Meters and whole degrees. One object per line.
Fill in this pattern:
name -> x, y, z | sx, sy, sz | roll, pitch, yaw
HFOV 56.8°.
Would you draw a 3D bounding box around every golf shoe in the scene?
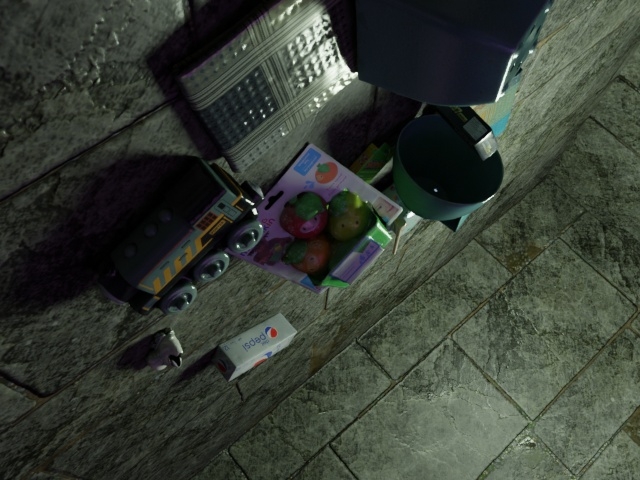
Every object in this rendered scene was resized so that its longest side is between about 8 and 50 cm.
golf shoe -> -0.392, 0.300, 1.506 | 0.069, 0.086, 0.176 | -32, 160, -36

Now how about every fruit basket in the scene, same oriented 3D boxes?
fruit basket -> -0.005, -0.024, 1.422 | 0.327, 0.165, 0.353 | -47, 138, 14

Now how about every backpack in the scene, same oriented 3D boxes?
backpack -> 0.255, -0.116, 1.854 | 0.188, 0.144, 0.166 | -48, 159, -13

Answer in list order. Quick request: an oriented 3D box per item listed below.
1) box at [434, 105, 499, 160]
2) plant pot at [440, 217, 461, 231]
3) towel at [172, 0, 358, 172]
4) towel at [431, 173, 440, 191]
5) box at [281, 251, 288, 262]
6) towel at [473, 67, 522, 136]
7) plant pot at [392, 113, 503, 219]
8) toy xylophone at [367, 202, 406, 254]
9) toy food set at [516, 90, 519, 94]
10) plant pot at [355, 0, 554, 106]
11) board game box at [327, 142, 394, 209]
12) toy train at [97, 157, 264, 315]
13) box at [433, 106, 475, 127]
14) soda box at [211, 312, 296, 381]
box -> 0.329, -0.308, 1.434 | 0.059, 0.232, 0.183 | -41, 162, 13
plant pot -> 0.522, -0.191, 2.223 | 0.234, 0.165, 0.165 | -47, 163, -14
towel -> -0.067, -0.285, 0.975 | 0.324, 0.056, 0.312 | -39, 158, -6
towel -> 0.414, -0.218, 1.897 | 0.243, 0.040, 0.336 | -57, 164, -14
box -> 0.000, 0.000, 1.629 | 0.164, 0.021, 0.201 | 2, 145, -30
towel -> 0.517, -0.387, 1.928 | 0.271, 0.040, 0.370 | -36, 160, -4
plant pot -> 0.315, -0.166, 1.603 | 0.290, 0.290, 0.195 | -33, 163, -28
toy xylophone -> 0.126, -0.006, 1.801 | 0.236, 0.081, 0.322 | -11, 153, -14
toy food set -> 0.624, -0.469, 2.031 | 0.122, 0.019, 0.078 | -32, 158, -29
plant pot -> 0.231, -0.371, 0.981 | 0.248, 0.252, 0.247 | -55, 164, -14
board game box -> 0.091, -0.159, 1.581 | 0.259, 0.039, 0.124 | -45, 162, 12
toy train -> -0.253, 0.001, 1.081 | 0.334, 0.142, 0.190 | -43, 150, 4
box -> 0.365, -0.356, 1.653 | 0.105, 0.043, 0.179 | -23, 172, -46
soda box -> -0.216, 0.349, 1.958 | 0.286, 0.098, 0.091 | -25, 154, -46
